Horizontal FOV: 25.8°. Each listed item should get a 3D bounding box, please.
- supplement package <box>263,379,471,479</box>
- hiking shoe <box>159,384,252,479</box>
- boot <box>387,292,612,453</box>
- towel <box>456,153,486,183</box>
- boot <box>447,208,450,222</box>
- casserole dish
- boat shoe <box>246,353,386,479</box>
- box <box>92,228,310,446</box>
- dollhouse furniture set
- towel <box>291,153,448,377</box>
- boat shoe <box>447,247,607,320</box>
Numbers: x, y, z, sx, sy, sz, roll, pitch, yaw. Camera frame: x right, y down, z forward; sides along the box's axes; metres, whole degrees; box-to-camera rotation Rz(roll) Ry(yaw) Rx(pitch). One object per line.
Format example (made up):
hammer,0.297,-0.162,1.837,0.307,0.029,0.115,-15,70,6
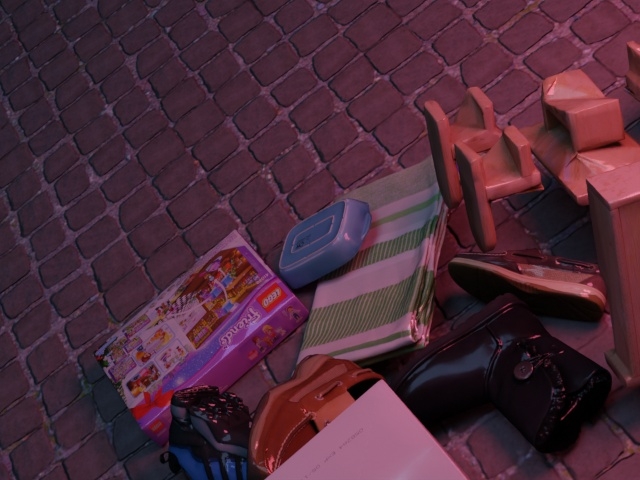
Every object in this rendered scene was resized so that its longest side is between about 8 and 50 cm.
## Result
supplement package,0.098,0.339,1.573,0.199,0.263,0.198,-41,44,-2
hiking shoe,-0.084,0.309,1.852,0.304,0.113,0.132,30,117,35
boot,0.217,0.197,1.735,0.246,0.094,0.207,-38,41,-4
towel,0.212,-0.123,2.065,0.060,0.009,0.083,-36,44,2
boot,0.153,-0.002,1.989,0.114,0.037,0.106,-40,45,-7
casserole dish,0.000,0.000,2.038,0.188,0.037,0.114,-29,36,44
boat shoe,0.002,0.229,1.729,0.119,0.123,0.324,3,22,18
box,-0.180,0.140,2.072,0.293,0.057,0.201,-41,43,-3
dollhouse furniture set,0.371,-0.044,1.741,0.362,0.257,0.394,-17,29,-5
towel,0.075,0.037,1.959,0.247,0.038,0.325,-23,42,41
boat shoe,0.278,0.048,1.836,0.223,0.080,0.073,13,55,33
